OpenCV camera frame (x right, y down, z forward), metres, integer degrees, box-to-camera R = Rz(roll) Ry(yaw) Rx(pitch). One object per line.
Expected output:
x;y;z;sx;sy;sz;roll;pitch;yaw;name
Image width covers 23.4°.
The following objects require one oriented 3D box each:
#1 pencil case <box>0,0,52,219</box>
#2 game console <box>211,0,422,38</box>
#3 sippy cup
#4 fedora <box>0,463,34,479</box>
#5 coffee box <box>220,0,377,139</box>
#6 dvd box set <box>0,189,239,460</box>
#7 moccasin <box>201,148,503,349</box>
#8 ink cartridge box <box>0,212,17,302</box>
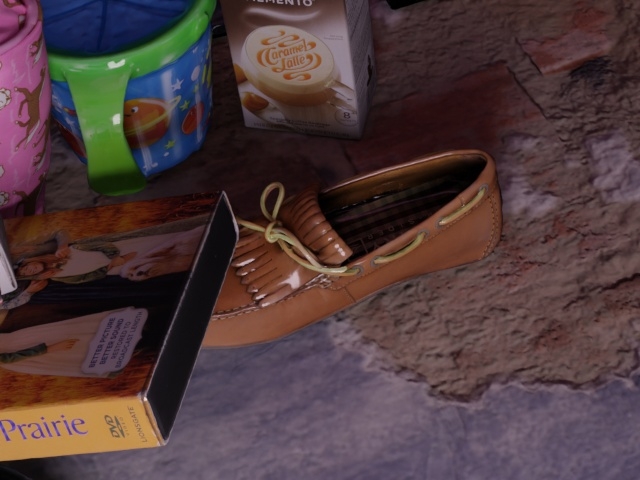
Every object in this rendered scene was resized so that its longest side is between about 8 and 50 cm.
-0.356;-0.111;1.524;0.167;0.386;0.160;35;59;14;pencil case
0.003;-0.341;1.875;0.361;0.044;0.213;-18;50;-7;game console
-0.213;-0.195;1.669;0.240;0.224;0.305;25;59;24;sippy cup
-0.309;0.315;1.270;0.334;0.152;0.334;3;61;-5;fedora
-0.023;-0.231;1.656;0.141;0.246;0.098;7;52;14;coffee box
-0.305;0.083;1.406;0.420;0.062;0.308;-7;33;17;dvd box set
0.001;0.002;1.529;0.380;0.147;0.139;-14;51;-4;moccasin
-0.416;0.067;1.359;0.296;0.066;0.261;-21;31;-5;ink cartridge box
